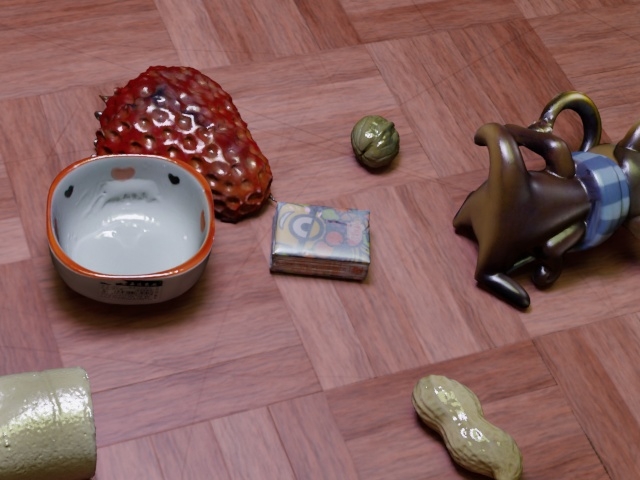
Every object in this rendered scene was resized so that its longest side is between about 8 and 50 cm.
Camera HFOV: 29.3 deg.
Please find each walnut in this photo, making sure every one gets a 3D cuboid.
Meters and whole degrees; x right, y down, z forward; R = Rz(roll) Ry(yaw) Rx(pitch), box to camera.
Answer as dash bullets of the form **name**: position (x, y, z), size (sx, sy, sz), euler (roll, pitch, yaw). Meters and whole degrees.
- **walnut**: position (0.089, -0.161, 1.981), size (0.092, 0.092, 0.092), euler (5, 50, -6)

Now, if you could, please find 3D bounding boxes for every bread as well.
- **bread**: position (-0.357, 0.235, 1.536), size (0.141, 0.134, 0.148), euler (-7, 39, -16)

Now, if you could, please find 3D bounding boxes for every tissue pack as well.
- **tissue pack**: position (0.000, 0.000, 1.842), size (0.148, 0.060, 0.109), euler (6, 51, -4)

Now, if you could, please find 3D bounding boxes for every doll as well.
- **doll**: position (0.368, -0.074, 1.900), size (0.339, 0.209, 0.318), euler (-13, 86, -18)

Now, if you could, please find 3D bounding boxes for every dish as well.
- **dish**: position (-0.272, -0.003, 1.760), size (0.256, 0.117, 0.256), euler (5, 51, -6)

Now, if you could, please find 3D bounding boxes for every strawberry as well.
- **strawberry**: position (-0.220, -0.160, 1.884), size (0.253, 0.150, 0.280), euler (-17, 53, -21)

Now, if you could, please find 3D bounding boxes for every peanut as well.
- **peanut**: position (0.199, 0.255, 1.653), size (0.082, 0.082, 0.187), euler (-26, 59, -28)
